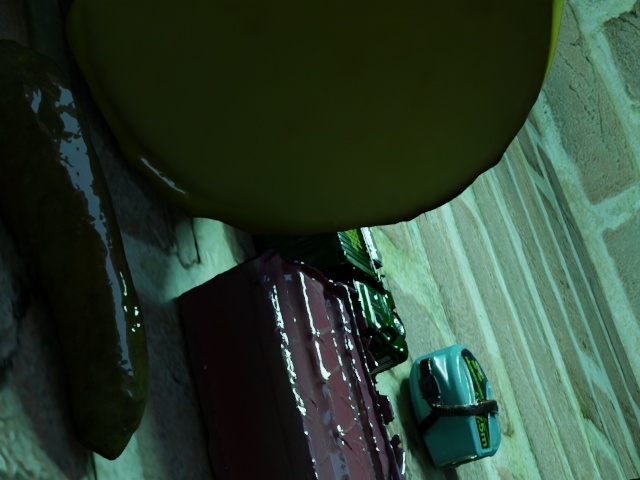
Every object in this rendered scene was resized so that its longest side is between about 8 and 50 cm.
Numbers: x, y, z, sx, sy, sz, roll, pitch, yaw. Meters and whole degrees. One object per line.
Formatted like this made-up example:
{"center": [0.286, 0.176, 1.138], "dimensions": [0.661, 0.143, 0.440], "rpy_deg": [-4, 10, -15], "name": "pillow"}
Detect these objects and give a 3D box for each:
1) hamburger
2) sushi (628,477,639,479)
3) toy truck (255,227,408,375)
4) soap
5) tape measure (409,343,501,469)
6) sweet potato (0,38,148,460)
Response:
{"center": [0.005, -0.229, 1.029], "dimensions": [0.395, 0.396, 0.277], "rpy_deg": [54, 22, -30], "name": "hamburger"}
{"center": [0.333, 0.385, 1.295], "dimensions": [0.281, 0.294, 0.299], "rpy_deg": [47, 24, -44], "name": "sushi"}
{"center": [0.000, 0.000, 1.218], "dimensions": [0.121, 0.088, 0.259], "rpy_deg": [37, 31, -58], "name": "toy truck"}
{"center": [-0.012, 0.141, 0.972], "dimensions": [0.162, 0.099, 0.250], "rpy_deg": [38, 31, -55], "name": "soap"}
{"center": [0.146, 0.176, 1.397], "dimensions": [0.146, 0.081, 0.125], "rpy_deg": [16, 54, -67], "name": "tape measure"}
{"center": [-0.157, 0.001, 0.810], "dimensions": [0.273, 0.075, 0.075], "rpy_deg": [71, 18, 5], "name": "sweet potato"}
